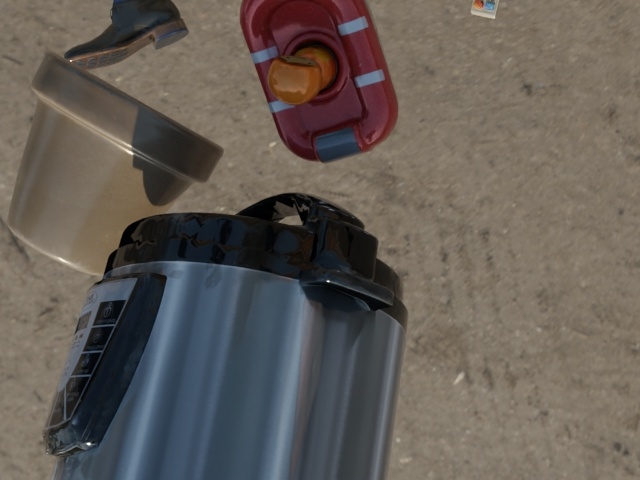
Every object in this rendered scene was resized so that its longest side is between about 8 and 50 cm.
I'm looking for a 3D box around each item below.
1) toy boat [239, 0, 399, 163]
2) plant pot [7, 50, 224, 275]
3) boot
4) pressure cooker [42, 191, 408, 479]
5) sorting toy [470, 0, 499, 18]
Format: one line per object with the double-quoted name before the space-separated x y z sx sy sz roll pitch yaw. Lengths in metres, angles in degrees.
"toy boat" -0.013 -0.193 1.036 0.151 0.151 0.231 -14 104 23
"plant pot" -0.294 -0.087 1.220 0.263 0.263 0.229 31 92 12
"boot" -0.341 -0.361 1.557 0.106 0.219 0.082 67 159 1
"pressure cooker" -0.090 0.150 1.060 0.369 0.375 0.420 5 70 15
"sorting toy" 0.298 -0.452 1.735 0.083 0.012 0.062 25 114 41
